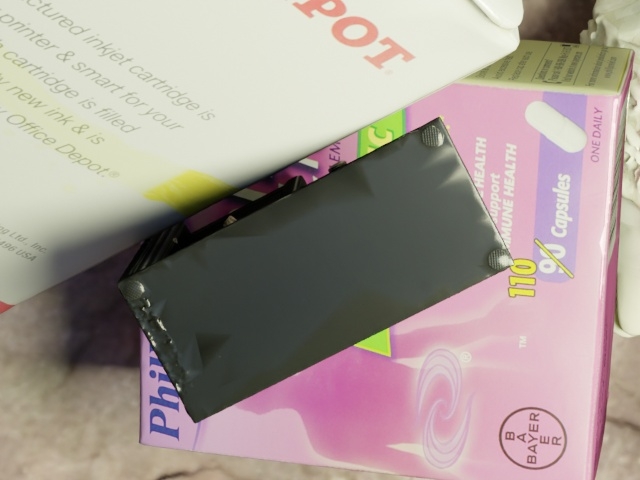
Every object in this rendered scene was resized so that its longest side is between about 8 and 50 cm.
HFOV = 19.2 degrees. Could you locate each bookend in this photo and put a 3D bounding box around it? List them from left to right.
[{"bbox_3d":[0.000,0.000,0.873,0.157,0.156,0.072,-27,99,8],"label":"bookend"}]

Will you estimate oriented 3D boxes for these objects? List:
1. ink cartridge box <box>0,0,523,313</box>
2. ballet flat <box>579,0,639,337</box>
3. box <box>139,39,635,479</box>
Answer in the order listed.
[{"bbox_3d":[-0.147,-0.124,0.801,0.385,0.160,0.279,-25,141,30],"label":"ink cartridge box"},{"bbox_3d":[0.239,0.048,1.096,0.147,0.147,0.409,-36,110,-1],"label":"ballet flat"},{"bbox_3d":[0.035,0.003,0.997,0.243,0.117,0.213,6,108,12],"label":"box"}]
